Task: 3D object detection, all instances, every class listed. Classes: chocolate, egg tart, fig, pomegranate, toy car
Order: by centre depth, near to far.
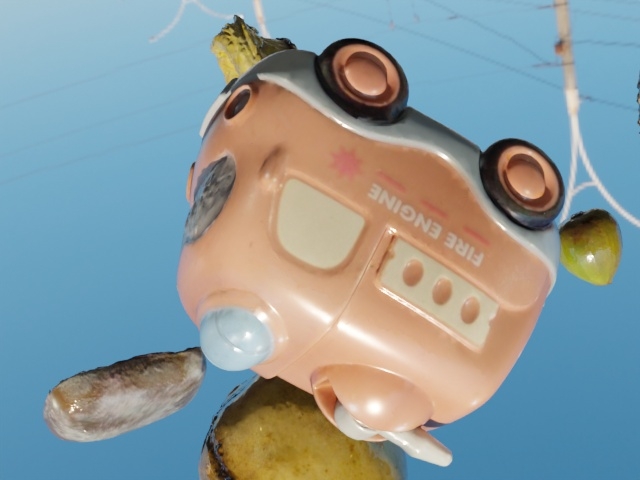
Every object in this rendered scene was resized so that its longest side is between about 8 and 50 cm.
[{"bbox_3d":[0.020,0.016,0.579,0.180,0.271,0.212,-46,-165,55],"label":"toy car"},{"bbox_3d":[0.298,0.010,0.942,0.074,0.087,0.074,-21,-178,1],"label":"fig"},{"bbox_3d":[-0.018,0.257,0.967,0.261,0.260,0.260,-11,-153,6],"label":"pomegranate"},{"bbox_3d":[-0.068,-0.194,1.143,0.106,0.241,0.241,-22,-152,-7],"label":"egg tart"},{"bbox_3d":[-0.355,0.297,1.594,0.303,0.185,0.100,-12,-124,-31],"label":"chocolate"}]

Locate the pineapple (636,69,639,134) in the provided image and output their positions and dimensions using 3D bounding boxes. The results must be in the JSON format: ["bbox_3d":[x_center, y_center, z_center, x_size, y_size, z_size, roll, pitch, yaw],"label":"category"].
[{"bbox_3d":[0.646,-0.151,1.493,0.202,0.361,0.202,3,-175,0],"label":"pineapple"}]

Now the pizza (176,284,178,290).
[{"bbox_3d":[-0.013,0.023,1.504,0.435,0.080,0.392,-40,-146,-13],"label":"pizza"}]
